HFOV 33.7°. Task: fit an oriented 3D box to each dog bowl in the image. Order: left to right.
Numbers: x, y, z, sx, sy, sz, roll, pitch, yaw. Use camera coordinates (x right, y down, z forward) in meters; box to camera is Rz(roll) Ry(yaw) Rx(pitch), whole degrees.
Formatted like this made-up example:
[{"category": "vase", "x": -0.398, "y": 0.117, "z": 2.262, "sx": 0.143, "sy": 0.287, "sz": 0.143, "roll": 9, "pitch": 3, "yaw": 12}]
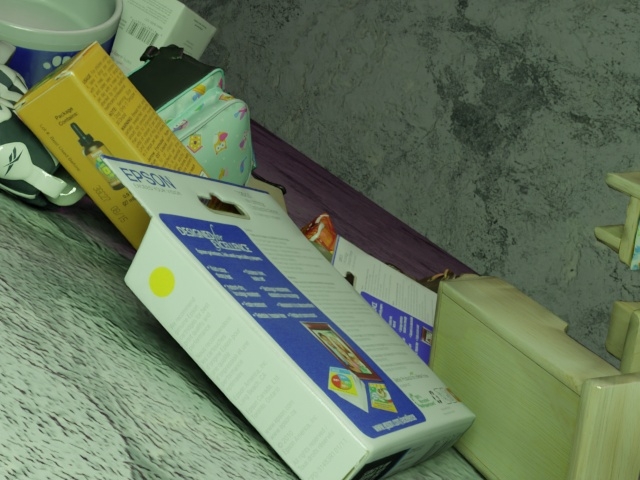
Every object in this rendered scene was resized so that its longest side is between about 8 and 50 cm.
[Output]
[{"category": "dog bowl", "x": -0.426, "y": -0.328, "z": 1.521, "sx": 0.265, "sy": 0.104, "sz": 0.265, "roll": 16, "pitch": 36, "yaw": -12}]

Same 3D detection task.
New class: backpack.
[{"category": "backpack", "x": -0.159, "y": -0.090, "z": 1.135, "sx": 0.144, "sy": 0.166, "sz": 0.188, "roll": 34, "pitch": -31, "yaw": 21}]

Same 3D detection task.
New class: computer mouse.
[{"category": "computer mouse", "x": -0.150, "y": -0.131, "z": 1.988, "sx": 0.106, "sy": 0.042, "sz": 0.193, "roll": 37, "pitch": 9, "yaw": 32}]

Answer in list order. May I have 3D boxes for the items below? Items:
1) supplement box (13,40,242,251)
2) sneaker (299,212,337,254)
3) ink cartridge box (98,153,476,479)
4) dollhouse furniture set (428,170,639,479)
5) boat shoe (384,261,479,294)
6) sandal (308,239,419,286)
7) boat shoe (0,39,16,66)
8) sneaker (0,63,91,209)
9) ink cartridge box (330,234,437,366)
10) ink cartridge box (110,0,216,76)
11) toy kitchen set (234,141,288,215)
[{"category": "supplement box", "x": -0.166, "y": -0.063, "z": 0.967, "sx": 0.233, "sy": 0.078, "sz": 0.080, "roll": 51, "pitch": 31, "yaw": -23}, {"category": "sneaker", "x": 0.000, "y": 0.000, "z": 1.722, "sx": 0.067, "sy": 0.064, "sz": 0.175, "roll": 50, "pitch": 10, "yaw": -9}, {"category": "ink cartridge box", "x": -0.027, "y": 0.068, "z": 0.887, "sx": 0.307, "sy": 0.072, "sz": 0.303, "roll": 44, "pitch": 13, "yaw": 19}, {"category": "dollhouse furniture set", "x": 0.341, "y": 0.139, "z": 1.045, "sx": 0.394, "sy": 0.362, "sz": 0.256, "roll": -3, "pitch": 21, "yaw": -23}, {"category": "boat shoe", "x": 0.195, "y": 0.102, "z": 1.509, "sx": 0.123, "sy": 0.123, "sz": 0.342, "roll": 26, "pitch": 9, "yaw": -37}, {"category": "sandal", "x": 0.077, "y": 0.069, "z": 1.397, "sx": 0.303, "sy": 0.086, "sz": 0.120, "roll": 37, "pitch": 10, "yaw": 29}, {"category": "boat shoe", "x": -0.409, "y": -0.188, "z": 1.169, "sx": 0.088, "sy": 0.096, "sz": 0.267, "roll": 34, "pitch": 15, "yaw": -15}, {"category": "sneaker", "x": -0.281, "y": -0.092, "z": 1.036, "sx": 0.153, "sy": 0.094, "sz": 0.235, "roll": 35, "pitch": 2, "yaw": -14}, {"category": "ink cartridge box", "x": 0.089, "y": 0.098, "z": 1.221, "sx": 0.208, "sy": 0.045, "sz": 0.206, "roll": 31, "pitch": 24, "yaw": -7}, {"category": "ink cartridge box", "x": -0.317, "y": -0.303, "z": 1.722, "sx": 0.171, "sy": 0.232, "sz": 0.168, "roll": 32, "pitch": 5, "yaw": 11}, {"category": "toy kitchen set", "x": -0.171, "y": -0.107, "z": 1.689, "sx": 0.122, "sy": 0.166, "sz": 0.207, "roll": 21, "pitch": 50, "yaw": -53}]
